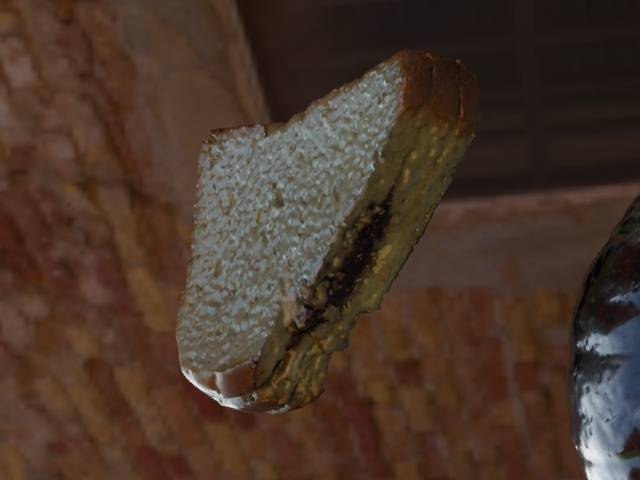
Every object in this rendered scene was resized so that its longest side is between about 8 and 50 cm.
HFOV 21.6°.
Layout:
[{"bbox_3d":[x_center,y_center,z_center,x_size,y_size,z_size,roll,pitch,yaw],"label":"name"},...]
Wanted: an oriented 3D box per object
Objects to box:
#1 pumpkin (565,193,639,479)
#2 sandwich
[{"bbox_3d":[0.306,0.082,1.038,0.238,0.315,0.315,152,117,-78],"label":"pumpkin"},{"bbox_3d":[0.004,0.001,1.344,0.099,0.288,0.254,22,-118,-36],"label":"sandwich"}]
